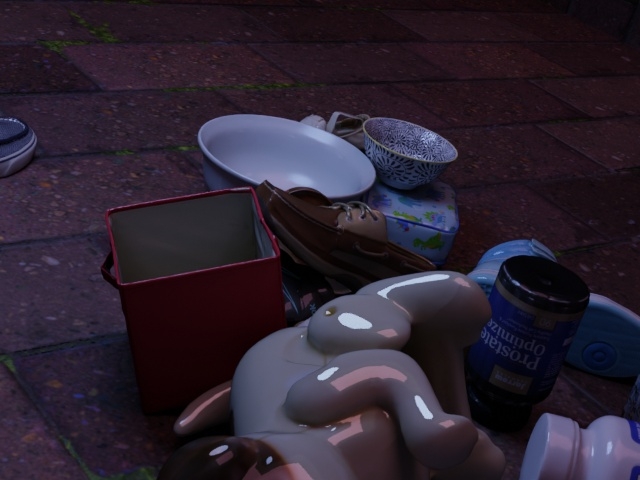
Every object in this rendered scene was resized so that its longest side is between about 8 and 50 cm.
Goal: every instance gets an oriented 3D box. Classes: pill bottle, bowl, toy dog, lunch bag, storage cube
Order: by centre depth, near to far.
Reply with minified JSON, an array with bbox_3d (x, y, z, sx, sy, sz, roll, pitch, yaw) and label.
[{"bbox_3d":[-0.013,0.221,1.120,0.395,0.284,0.408,8,24,17],"label":"toy dog"},{"bbox_3d":[0.382,0.296,1.321,0.272,0.152,0.152,17,27,2],"label":"pill bottle"},{"bbox_3d":[-0.152,0.070,1.373,0.215,0.193,0.183,-11,32,-10],"label":"storage cube"},{"bbox_3d":[0.265,0.140,1.479,0.123,0.219,0.123,12,26,-6],"label":"pill bottle"},{"bbox_3d":[-0.067,-0.087,1.830,0.298,0.134,0.298,12,27,-6],"label":"bowl"},{"bbox_3d":[0.141,-0.138,1.898,0.170,0.080,0.170,15,26,-7],"label":"bowl"},{"bbox_3d":[0.144,-0.046,1.914,0.176,0.090,0.219,15,27,-3],"label":"lunch bag"}]

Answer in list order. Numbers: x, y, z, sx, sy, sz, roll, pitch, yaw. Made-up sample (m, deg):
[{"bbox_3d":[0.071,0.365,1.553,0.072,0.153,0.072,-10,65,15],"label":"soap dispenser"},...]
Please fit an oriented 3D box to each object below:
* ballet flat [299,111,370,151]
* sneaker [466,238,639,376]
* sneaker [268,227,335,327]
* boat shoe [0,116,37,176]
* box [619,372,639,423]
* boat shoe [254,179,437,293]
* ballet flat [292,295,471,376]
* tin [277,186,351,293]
[{"bbox_3d":[0.007,-0.211,2.165,0.248,0.086,0.086,-11,37,-41],"label":"ballet flat"},{"bbox_3d":[0.382,0.089,1.747,0.319,0.127,0.208,21,28,8],"label":"sneaker"},{"bbox_3d":[-0.098,0.040,1.609,0.267,0.101,0.106,34,34,33],"label":"sneaker"},{"bbox_3d":[-0.563,-0.177,1.705,0.127,0.158,0.340,28,29,22],"label":"boat shoe"},{"bbox_3d":[0.434,0.236,1.478,0.027,0.137,0.094,11,28,-9],"label":"box"},{"bbox_3d":[0.041,-0.002,1.600,0.324,0.120,0.122,35,7,-34],"label":"boat shoe"},{"bbox_3d":[0.068,0.135,1.489,0.342,0.124,0.116,2,30,-25],"label":"ballet flat"},{"bbox_3d":[0.000,0.000,1.681,0.189,0.106,0.040,45,-1,-19],"label":"tin"}]
